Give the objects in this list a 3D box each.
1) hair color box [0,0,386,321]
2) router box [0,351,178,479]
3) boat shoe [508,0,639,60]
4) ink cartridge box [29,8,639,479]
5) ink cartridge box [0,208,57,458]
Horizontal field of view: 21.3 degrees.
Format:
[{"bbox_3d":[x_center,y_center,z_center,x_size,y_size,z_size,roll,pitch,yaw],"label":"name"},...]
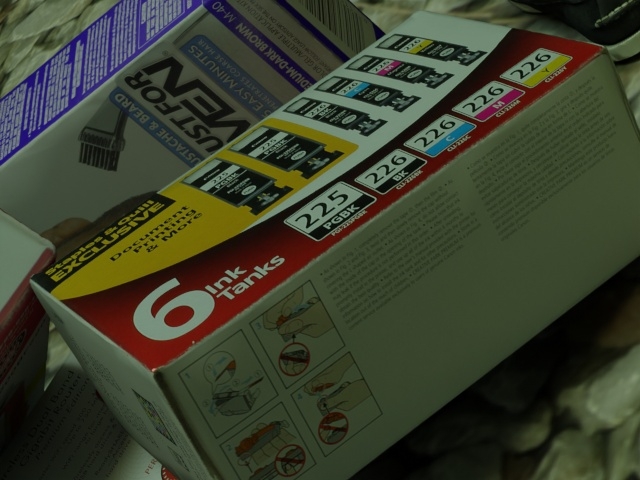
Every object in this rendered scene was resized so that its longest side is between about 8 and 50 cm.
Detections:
[{"bbox_3d":[-0.120,-0.076,1.292,0.339,0.185,0.110,-34,35,26],"label":"hair color box"},{"bbox_3d":[-0.160,0.254,1.085,0.301,0.082,0.335,12,66,56],"label":"router box"},{"bbox_3d":[0.160,-0.198,1.170,0.084,0.079,0.233,-48,29,6],"label":"boat shoe"},{"bbox_3d":[0.000,0.000,1.019,0.309,0.130,0.272,-36,26,-16],"label":"ink cartridge box"},{"bbox_3d":[-0.318,0.140,1.153,0.279,0.160,0.385,-59,-2,-24],"label":"ink cartridge box"}]
